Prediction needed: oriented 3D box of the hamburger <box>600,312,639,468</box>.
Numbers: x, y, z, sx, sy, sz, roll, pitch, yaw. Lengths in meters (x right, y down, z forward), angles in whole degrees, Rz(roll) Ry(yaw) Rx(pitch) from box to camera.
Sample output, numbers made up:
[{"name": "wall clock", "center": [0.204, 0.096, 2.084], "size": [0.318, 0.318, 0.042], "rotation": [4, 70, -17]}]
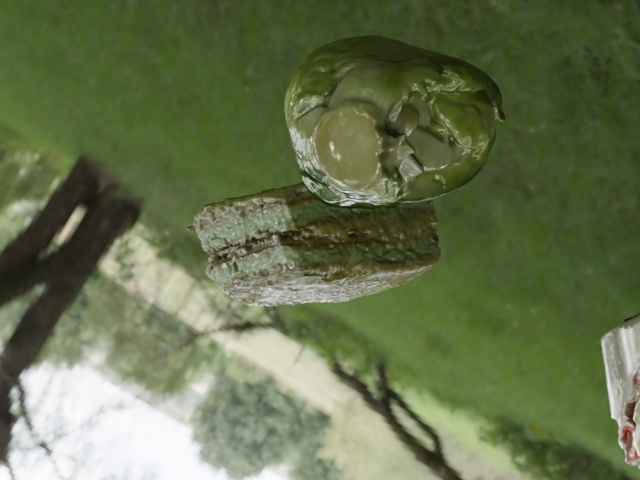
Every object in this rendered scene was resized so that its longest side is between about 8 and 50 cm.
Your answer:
[{"name": "hamburger", "center": [0.381, 0.099, 1.128], "size": [0.295, 0.151, 0.227], "rotation": [-10, 157, -23]}]

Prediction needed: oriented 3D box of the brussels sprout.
[{"name": "brussels sprout", "center": [0.044, -0.084, 0.983], "size": [0.145, 0.131, 0.183], "rotation": [21, -163, 40]}]

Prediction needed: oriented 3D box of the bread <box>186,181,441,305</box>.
[{"name": "bread", "center": [0.000, 0.000, 1.177], "size": [0.196, 0.102, 0.138], "rotation": [-4, 167, -44]}]
